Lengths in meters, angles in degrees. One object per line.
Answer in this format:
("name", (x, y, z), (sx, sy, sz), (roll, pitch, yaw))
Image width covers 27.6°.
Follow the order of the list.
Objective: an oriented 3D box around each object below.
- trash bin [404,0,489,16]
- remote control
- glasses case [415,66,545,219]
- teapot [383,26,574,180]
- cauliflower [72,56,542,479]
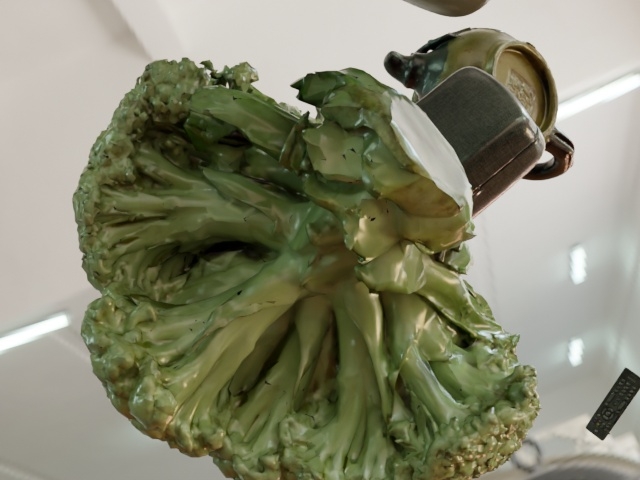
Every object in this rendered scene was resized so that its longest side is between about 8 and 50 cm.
("trash bin", (0.178, -0.387, 1.111), (0.432, 0.280, 0.280), (-33, -17, -15))
("remote control", (0.359, 0.199, 1.580), (0.091, 0.034, 0.016), (-58, -29, 9))
("glasses case", (0.067, -0.036, 1.283), (0.323, 0.131, 0.074), (-39, -47, 3))
("teapot", (0.184, -0.147, 1.542), (0.269, 0.173, 0.182), (35, -33, -31))
("cauliflower", (0.000, 0.000, 0.744), (0.275, 0.272, 0.250), (15, -42, -19))
